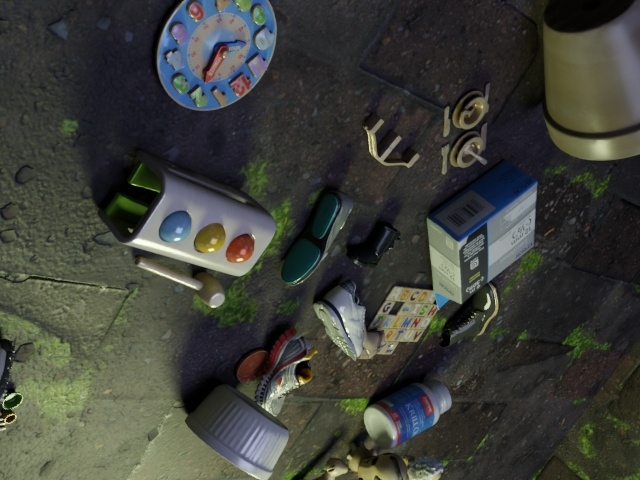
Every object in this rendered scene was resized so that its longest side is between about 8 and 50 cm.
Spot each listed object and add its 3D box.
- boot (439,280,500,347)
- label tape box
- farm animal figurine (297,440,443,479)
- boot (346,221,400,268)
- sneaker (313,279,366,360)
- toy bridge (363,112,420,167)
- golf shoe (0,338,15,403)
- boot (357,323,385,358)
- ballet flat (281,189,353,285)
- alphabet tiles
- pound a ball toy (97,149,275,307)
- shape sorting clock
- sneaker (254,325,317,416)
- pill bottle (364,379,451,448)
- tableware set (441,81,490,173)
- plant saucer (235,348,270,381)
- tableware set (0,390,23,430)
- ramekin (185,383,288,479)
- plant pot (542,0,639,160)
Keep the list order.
[{"bbox_3d":[0.383,0.195,2.397,0.137,0.077,0.198,-21,137,-25],"label":"boot"},{"bbox_3d":[0.382,0.016,2.179,0.249,0.115,0.347,-36,142,-18],"label":"label tape box"},{"bbox_3d":[0.107,0.611,2.413,0.330,0.172,0.327,-4,168,-44],"label":"farm animal figurine"},{"bbox_3d":[0.113,0.008,1.946,0.099,0.045,0.121,-53,152,13],"label":"boot"},{"bbox_3d":[0.063,0.179,2.033,0.095,0.090,0.235,-46,148,-18],"label":"sneaker"},{"bbox_3d":[0.127,-0.182,1.791,0.063,0.026,0.188,-50,145,6],"label":"toy bridge"},{"bbox_3d":[-0.569,0.259,1.416,0.120,0.105,0.273,36,78,-24],"label":"golf shoe"},{"bbox_3d":[0.113,0.225,2.156,0.087,0.042,0.118,-14,131,-35],"label":"boot"},{"bbox_3d":[0.000,0.000,1.797,0.068,0.072,0.213,6,119,-54],"label":"ballet flat"},{"bbox_3d":[0.197,0.197,2.252,0.237,0.009,0.198,9,117,-50],"label":"alphabet tiles"},{"bbox_3d":[-0.211,0.008,1.523,0.208,0.136,0.319,-54,144,10],"label":"pound a ball toy"},{"bbox_3d":[-0.151,-0.286,1.381,0.206,0.040,0.206,-28,141,-26],"label":"shape sorting clock"},{"bbox_3d":[-0.073,0.294,1.969,0.088,0.093,0.225,-37,152,-53],"label":"sneaker"},{"bbox_3d":[0.233,0.447,2.436,0.221,0.124,0.124,-22,138,-33],"label":"pill bottle"},{"bbox_3d":[0.313,-0.224,1.935,0.128,0.039,0.194,-31,142,-22],"label":"tableware set"},{"bbox_3d":[-0.143,0.261,1.949,0.083,0.013,0.083,-28,140,-26],"label":"plant saucer"},{"bbox_3d":[-0.566,0.291,1.521,0.154,0.024,0.104,1,123,-47],"label":"tableware set"},{"bbox_3d":[-0.161,0.383,1.892,0.109,0.207,0.207,-54,146,-5],"label":"ramekin"},{"bbox_3d":[0.581,-0.371,1.886,0.323,0.323,0.280,-41,128,-9],"label":"plant pot"}]
